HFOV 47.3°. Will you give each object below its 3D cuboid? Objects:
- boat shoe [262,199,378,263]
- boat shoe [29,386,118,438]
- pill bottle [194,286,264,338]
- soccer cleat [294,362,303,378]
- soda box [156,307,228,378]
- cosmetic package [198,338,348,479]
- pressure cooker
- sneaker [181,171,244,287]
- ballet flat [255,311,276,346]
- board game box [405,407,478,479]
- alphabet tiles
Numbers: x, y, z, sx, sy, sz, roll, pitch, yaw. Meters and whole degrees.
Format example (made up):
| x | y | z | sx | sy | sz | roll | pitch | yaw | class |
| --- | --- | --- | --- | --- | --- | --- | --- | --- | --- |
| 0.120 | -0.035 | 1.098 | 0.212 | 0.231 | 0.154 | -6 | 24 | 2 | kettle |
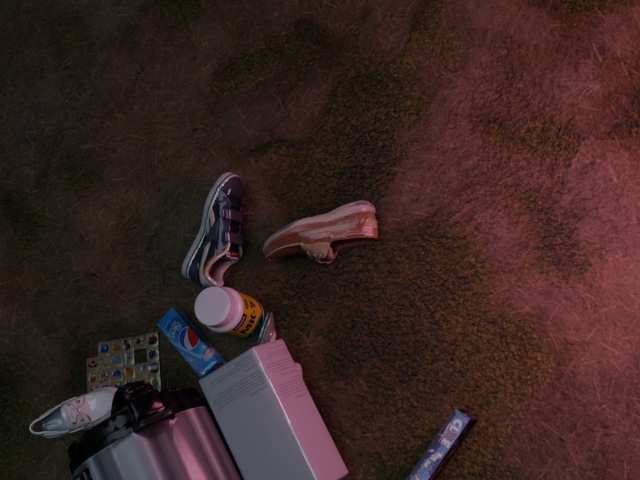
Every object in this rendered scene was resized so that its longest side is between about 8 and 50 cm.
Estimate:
| x | y | z | sx | sy | sz | roll | pitch | yaw | class |
| --- | --- | --- | --- | --- | --- | --- | --- | --- | --- |
| 0.000 | 0.000 | 1.919 | 0.324 | 0.123 | 0.117 | -21 | 73 | 14 | boat shoe |
| -0.680 | 0.485 | 2.025 | 0.277 | 0.096 | 0.098 | -27 | 74 | 12 | boat shoe |
| -0.237 | 0.186 | 1.899 | 0.119 | 0.208 | 0.119 | -5 | 75 | 18 | pill bottle |
| -0.051 | 0.411 | 1.861 | 0.076 | 0.068 | 0.196 | 1 | 84 | 14 | soccer cleat |
| -0.348 | 0.280 | 1.986 | 0.067 | 0.071 | 0.210 | -47 | 67 | 2 | soda box |
| -0.116 | 0.449 | 1.762 | 0.196 | 0.155 | 0.366 | -32 | 78 | 23 | cosmetic package |
| -0.400 | 0.551 | 1.772 | 0.369 | 0.375 | 0.421 | -33 | 73 | 15 | pressure cooker |
| -0.262 | -0.022 | 2.009 | 0.127 | 0.126 | 0.321 | 23 | 95 | 26 | sneaker |
| -0.151 | 0.295 | 1.929 | 0.068 | 0.072 | 0.213 | 24 | 85 | -5 | ballet flat |
| 0.267 | 0.497 | 1.675 | 0.042 | 0.165 | 0.243 | 35 | 89 | 23 | board game box |
| -0.557 | 0.375 | 2.066 | 0.237 | 0.009 | 0.198 | -12 | 73 | 16 | alphabet tiles |
